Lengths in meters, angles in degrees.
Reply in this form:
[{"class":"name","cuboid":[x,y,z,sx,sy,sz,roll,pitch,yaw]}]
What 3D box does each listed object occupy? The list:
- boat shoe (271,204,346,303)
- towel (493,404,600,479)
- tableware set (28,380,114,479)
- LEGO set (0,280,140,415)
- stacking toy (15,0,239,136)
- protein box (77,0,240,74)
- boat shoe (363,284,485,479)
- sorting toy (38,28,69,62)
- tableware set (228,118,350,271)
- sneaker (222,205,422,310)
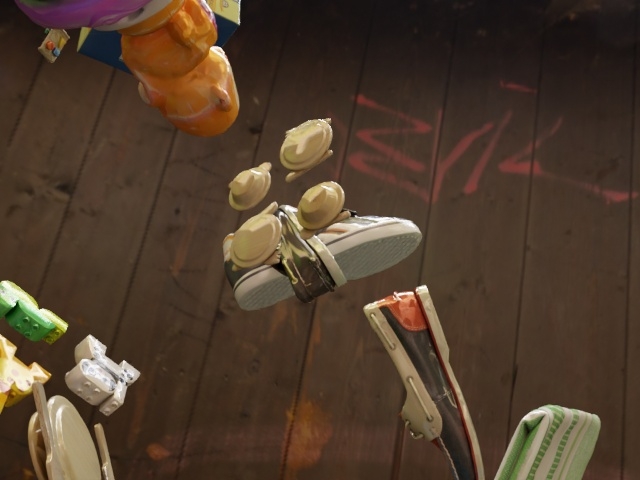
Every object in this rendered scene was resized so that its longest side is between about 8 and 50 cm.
[{"class":"boat shoe","cuboid":[-0.039,0.016,1.171,0.068,0.081,0.228,-34,-152,-6]},{"class":"towel","cuboid":[0.281,0.333,1.094,0.038,0.325,0.248,21,-92,33]},{"class":"tableware set","cuboid":[-0.169,0.201,0.576,0.039,0.128,0.194,-21,-118,-2]},{"class":"LEGO set","cuboid":[-0.259,0.088,0.659,0.087,0.227,0.093,-40,-157,17]},{"class":"stacking toy","cuboid":[-0.109,-0.153,0.366,0.166,0.302,0.175,-46,-133,-12]},{"class":"protein box","cuboid":[-0.263,-0.379,1.395,0.199,0.201,0.136,19,-128,-28]},{"class":"boat shoe","cuboid":[0.067,0.097,0.524,0.043,0.049,0.137,-19,-96,2]},{"class":"sorting toy","cuboid":[-0.498,-0.371,1.575,0.012,0.083,0.062,30,-100,13]},{"class":"tableware set","cuboid":[-0.039,-0.048,0.876,0.141,0.020,0.169,-27,-133,19]},{"class":"sneaker","cuboid":[0.000,0.000,1.339,0.321,0.126,0.127,-15,-121,-21]}]
